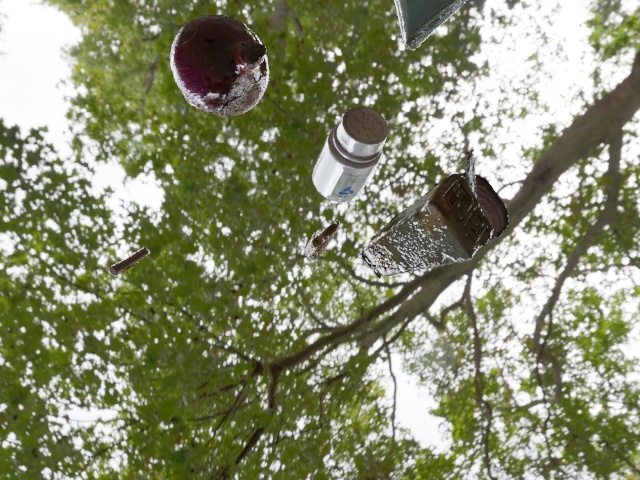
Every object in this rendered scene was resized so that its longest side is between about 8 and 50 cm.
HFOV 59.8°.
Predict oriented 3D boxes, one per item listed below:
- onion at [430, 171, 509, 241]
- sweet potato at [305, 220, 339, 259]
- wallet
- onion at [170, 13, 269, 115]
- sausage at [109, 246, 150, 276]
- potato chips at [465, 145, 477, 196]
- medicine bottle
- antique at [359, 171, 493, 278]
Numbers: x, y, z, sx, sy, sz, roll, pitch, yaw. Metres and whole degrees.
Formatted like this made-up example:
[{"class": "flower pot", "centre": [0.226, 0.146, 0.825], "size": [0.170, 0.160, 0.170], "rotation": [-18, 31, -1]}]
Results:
[{"class": "onion", "centre": [0.459, -0.090, 1.788], "size": [0.247, 0.250, 0.111], "rotation": [58, -155, 5]}, {"class": "sweet potato", "centre": [0.000, 0.000, 1.631], "size": [0.060, 0.206, 0.068], "rotation": [-1, -117, -33]}, {"class": "wallet", "centre": [0.291, -0.748, 1.566], "size": [0.083, 0.252, 0.360], "rotation": [6, -116, -34]}, {"class": "onion", "centre": [-0.304, -0.592, 1.861], "size": [0.348, 0.347, 0.385], "rotation": [-35, -156, -31]}, {"class": "sausage", "centre": [-0.426, 0.046, 1.252], "size": [0.026, 0.026, 0.116], "rotation": [29, -148, 11]}, {"class": "potato chips", "centre": [0.357, -0.110, 1.305], "size": [0.029, 0.202, 0.219], "rotation": [-1, -87, 17]}, {"class": "medicine bottle", "centre": [0.087, -0.250, 1.639], "size": [0.170, 0.293, 0.170], "rotation": [7, -119, -12]}, {"class": "antique", "centre": [0.203, -0.011, 1.172], "size": [0.150, 0.284, 0.125], "rotation": [54, -131, -6]}]
